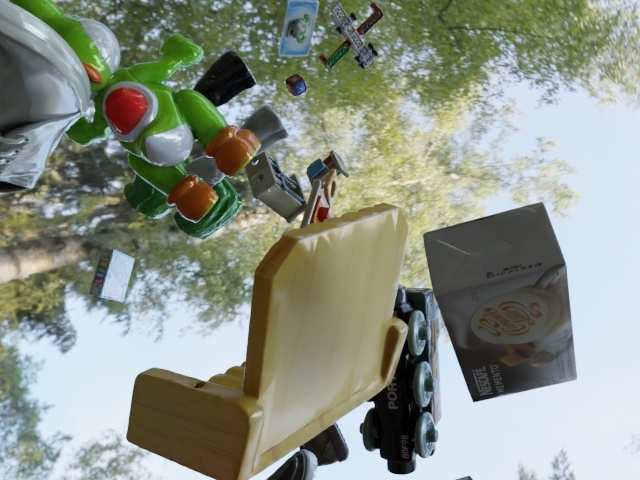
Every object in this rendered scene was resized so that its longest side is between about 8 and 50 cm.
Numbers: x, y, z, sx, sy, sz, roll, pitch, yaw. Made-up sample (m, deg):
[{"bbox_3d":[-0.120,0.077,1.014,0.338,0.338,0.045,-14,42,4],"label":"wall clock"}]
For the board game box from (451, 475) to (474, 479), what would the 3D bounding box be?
[{"bbox_3d":[0.148,0.499,1.160,0.259,0.030,0.136,-13,-72,-5],"label":"board game box"}]

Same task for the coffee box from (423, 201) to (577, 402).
[{"bbox_3d":[0.220,0.084,0.814,0.141,0.246,0.098,-14,-133,11],"label":"coffee box"}]

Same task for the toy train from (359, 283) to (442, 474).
[{"bbox_3d":[0.150,0.232,1.197,0.142,0.190,0.334,-3,-85,27],"label":"toy train"}]

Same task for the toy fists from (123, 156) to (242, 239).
[{"bbox_3d":[-0.278,-0.102,1.446,0.142,0.279,0.096,-33,-123,18],"label":"toy fists"}]

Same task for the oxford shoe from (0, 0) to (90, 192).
[{"bbox_3d":[-0.374,-0.147,0.785,0.169,0.449,0.130,31,-111,-17],"label":"oxford shoe"}]

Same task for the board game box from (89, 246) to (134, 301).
[{"bbox_3d":[-0.450,0.076,1.473,0.026,0.154,0.104,13,-99,3],"label":"board game box"}]

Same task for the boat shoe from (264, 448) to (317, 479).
[{"bbox_3d":[-0.123,0.545,1.355,0.105,0.113,0.306,38,-97,-24],"label":"boat shoe"}]

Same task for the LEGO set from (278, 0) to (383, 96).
[{"bbox_3d":[0.017,-0.320,0.930,0.060,0.182,0.244,45,-47,40],"label":"LEGO set"}]

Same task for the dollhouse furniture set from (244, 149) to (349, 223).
[{"bbox_3d":[-0.057,-0.163,1.555,0.183,0.129,0.129,-38,-136,16],"label":"dollhouse furniture set"}]

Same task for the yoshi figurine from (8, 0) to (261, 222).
[{"bbox_3d":[-0.268,-0.198,0.942,0.362,0.204,0.203,40,-36,-16],"label":"yoshi figurine"}]

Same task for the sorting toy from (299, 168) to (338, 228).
[{"bbox_3d":[0.000,0.000,1.360,0.047,0.196,0.348,8,-117,16],"label":"sorting toy"}]

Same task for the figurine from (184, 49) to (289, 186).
[{"bbox_3d":[-0.192,-0.214,1.283,0.209,0.215,0.092,-35,-140,0],"label":"figurine"}]

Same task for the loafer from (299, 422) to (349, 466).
[{"bbox_3d":[-0.062,0.379,1.594,0.130,0.134,0.366,-27,-91,-12],"label":"loafer"}]

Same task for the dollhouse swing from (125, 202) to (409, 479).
[{"bbox_3d":[-0.070,0.109,0.953,0.315,0.346,0.305,5,-74,39],"label":"dollhouse swing"}]
